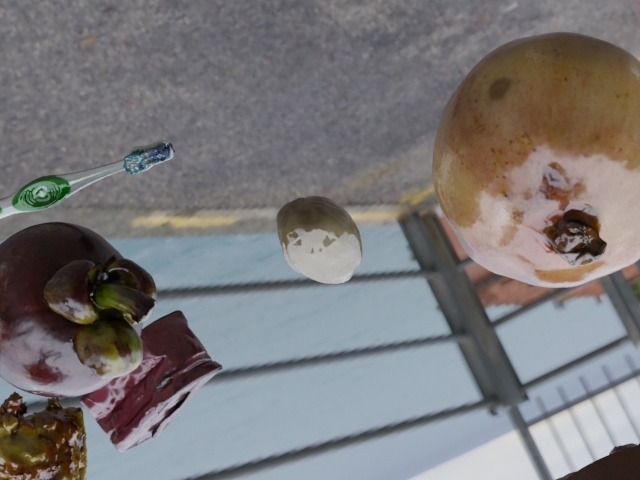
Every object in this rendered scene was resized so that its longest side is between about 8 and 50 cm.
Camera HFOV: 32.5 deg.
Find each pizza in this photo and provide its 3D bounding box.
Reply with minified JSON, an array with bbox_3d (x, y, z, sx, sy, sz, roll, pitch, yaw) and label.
[{"bbox_3d":[-0.418,0.321,1.596,0.081,0.289,0.228,-21,126,26],"label":"pizza"}]

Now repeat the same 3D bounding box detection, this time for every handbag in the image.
[{"bbox_3d":[-0.266,0.226,1.727,0.225,0.135,0.146,-45,169,30],"label":"handbag"}]

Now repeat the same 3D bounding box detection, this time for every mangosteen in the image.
[{"bbox_3d":[-0.293,0.087,1.315,0.258,0.215,0.215,4,-172,40],"label":"mangosteen"}]

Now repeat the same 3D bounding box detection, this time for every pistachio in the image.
[{"bbox_3d":[0.000,0.000,1.857,0.136,0.135,0.226,-28,149,11],"label":"pistachio"}]

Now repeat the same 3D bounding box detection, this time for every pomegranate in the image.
[{"bbox_3d":[0.300,-0.088,1.399,0.338,0.338,0.338,-24,167,-6],"label":"pomegranate"}]

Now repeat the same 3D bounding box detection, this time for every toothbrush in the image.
[{"bbox_3d":[-0.366,-0.059,1.423,0.418,0.042,0.040,-15,-165,25],"label":"toothbrush"}]

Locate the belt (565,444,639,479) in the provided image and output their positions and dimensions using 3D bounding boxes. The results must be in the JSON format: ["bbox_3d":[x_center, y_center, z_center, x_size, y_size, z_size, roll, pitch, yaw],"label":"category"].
[{"bbox_3d":[0.356,0.289,0.930,0.339,0.122,0.217,11,119,-13],"label":"belt"}]

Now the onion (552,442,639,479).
[{"bbox_3d":[0.448,0.447,1.631,0.348,0.348,0.385,-38,-159,43],"label":"onion"}]
